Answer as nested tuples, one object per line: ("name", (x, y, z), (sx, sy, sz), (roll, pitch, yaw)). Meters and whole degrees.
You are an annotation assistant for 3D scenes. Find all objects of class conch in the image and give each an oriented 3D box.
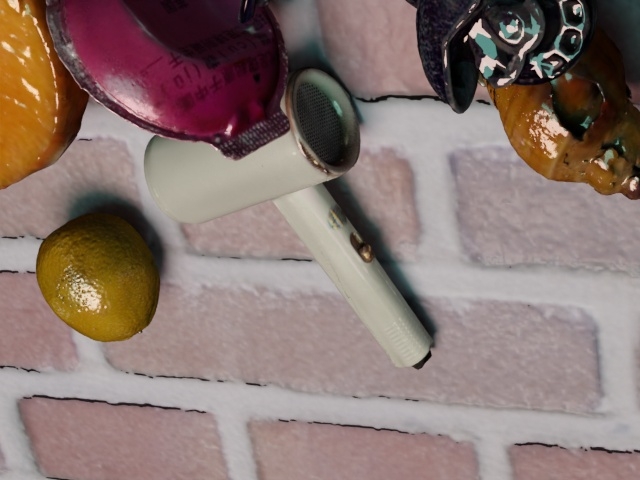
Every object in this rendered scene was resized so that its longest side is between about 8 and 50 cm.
("conch", (0.116, -0.109, 0.855), (0.080, 0.086, 0.233), (-35, 72, 2))

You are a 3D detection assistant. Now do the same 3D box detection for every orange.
("orange", (-0.154, 0.027, 1.063), (0.085, 0.085, 0.095), (-34, 100, 37))

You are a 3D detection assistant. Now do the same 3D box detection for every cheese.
("cheese", (-0.109, -0.147, 0.889), (0.244, 0.155, 0.062), (50, 138, 5))

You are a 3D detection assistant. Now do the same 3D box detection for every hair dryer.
("hair dryer", (0.000, 0.000, 1.004), (0.131, 0.073, 0.236), (-19, 123, 34))

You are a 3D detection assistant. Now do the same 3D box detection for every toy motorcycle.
("toy motorcycle", (0.035, -0.239, 0.753), (0.212, 0.125, 0.359), (7, 114, 24))

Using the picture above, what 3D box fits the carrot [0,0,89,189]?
("carrot", (-0.276, -0.158, 0.961), (0.307, 0.100, 0.258), (38, 135, -1))
